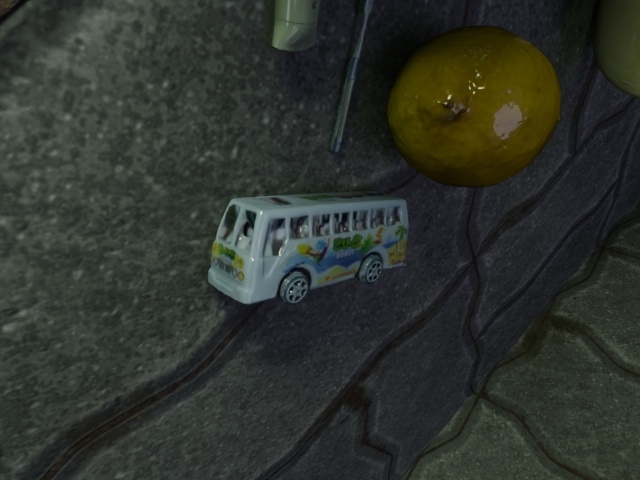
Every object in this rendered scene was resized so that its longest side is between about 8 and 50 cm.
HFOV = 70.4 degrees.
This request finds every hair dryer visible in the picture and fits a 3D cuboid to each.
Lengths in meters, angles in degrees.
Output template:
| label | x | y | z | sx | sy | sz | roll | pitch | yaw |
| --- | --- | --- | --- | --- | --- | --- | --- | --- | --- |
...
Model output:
| label | x | y | z | sx | sy | sz | roll | pitch | yaw |
| --- | --- | --- | --- | --- | --- | --- | --- | --- | --- |
| hair dryer | 0.036 | -0.336 | 0.507 | 0.237 | 0.075 | 0.206 | -34 | 146 | -37 |

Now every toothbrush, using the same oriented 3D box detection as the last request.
| label | x | y | z | sx | sy | sz | roll | pitch | yaw |
| --- | --- | --- | --- | --- | --- | --- | --- | --- | --- |
| toothbrush | 0.040 | -0.225 | 0.615 | 0.016 | 0.019 | 0.219 | -14 | 128 | -38 |

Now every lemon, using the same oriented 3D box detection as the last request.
| label | x | y | z | sx | sy | sz | roll | pitch | yaw |
| --- | --- | --- | --- | --- | --- | --- | --- | --- | --- |
| lemon | 0.222 | -0.190 | 0.666 | 0.263 | 0.236 | 0.235 | 30 | 94 | -46 |

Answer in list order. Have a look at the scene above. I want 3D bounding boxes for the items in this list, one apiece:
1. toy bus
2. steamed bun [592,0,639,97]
| label | x | y | z | sx | sy | sz | roll | pitch | yaw |
| --- | --- | --- | --- | --- | --- | --- | --- | --- | --- |
| toy bus | 0.000 | 0.000 | 0.676 | 0.330 | 0.109 | 0.135 | -9 | 114 | -43 |
| steamed bun | 0.731 | -0.540 | 0.898 | 0.456 | 0.290 | 0.371 | -48 | 154 | -19 |
